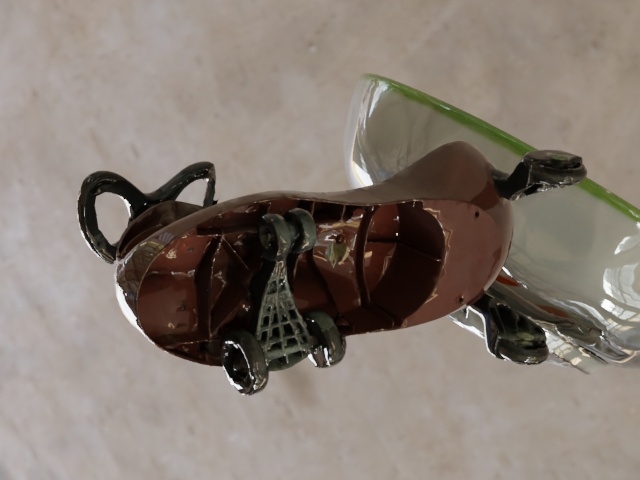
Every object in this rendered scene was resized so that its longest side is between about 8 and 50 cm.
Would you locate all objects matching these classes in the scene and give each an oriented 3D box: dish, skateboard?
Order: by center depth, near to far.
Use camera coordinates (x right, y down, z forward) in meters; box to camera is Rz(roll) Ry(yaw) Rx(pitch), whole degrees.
[{"bbox_3d":[0.000,0.000,0.491,0.080,0.151,0.067,30,117,45],"label":"skateboard"},{"bbox_3d":[0.139,0.014,1.211,0.324,0.124,0.324,30,-179,0],"label":"dish"}]
